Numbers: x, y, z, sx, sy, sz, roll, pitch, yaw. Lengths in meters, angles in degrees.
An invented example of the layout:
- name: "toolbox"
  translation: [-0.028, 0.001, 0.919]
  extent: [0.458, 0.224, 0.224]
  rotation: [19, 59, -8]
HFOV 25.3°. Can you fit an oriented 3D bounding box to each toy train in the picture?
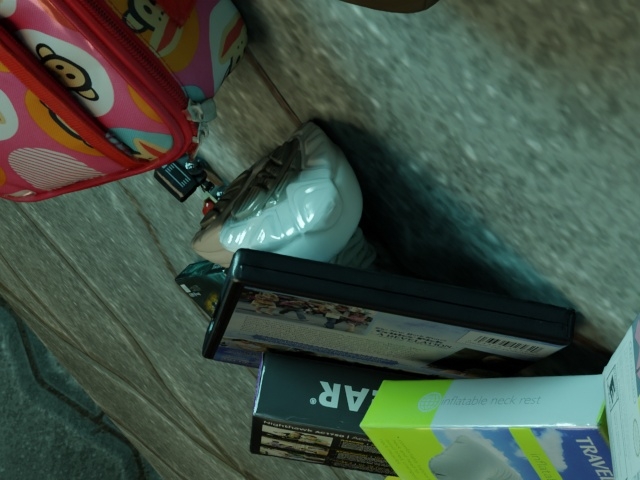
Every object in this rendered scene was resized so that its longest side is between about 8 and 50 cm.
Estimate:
- name: "toy train"
  translation: [-0.066, -0.014, 1.041]
  extent: [0.158, 0.036, 0.027]
  rotation: [43, 165, 7]

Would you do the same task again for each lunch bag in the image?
- name: "lunch bag"
  translation: [-0.180, -0.154, 0.751]
  extent: [0.258, 0.120, 0.293]
  rotation: [-9, 135, 44]

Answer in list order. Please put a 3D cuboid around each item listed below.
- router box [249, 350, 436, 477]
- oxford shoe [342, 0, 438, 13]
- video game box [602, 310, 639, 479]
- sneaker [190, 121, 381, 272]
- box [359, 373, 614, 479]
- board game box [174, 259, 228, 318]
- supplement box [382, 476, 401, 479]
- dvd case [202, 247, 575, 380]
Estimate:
- name: "router box"
  translation: [0.045, 0.121, 0.926]
  extent: [0.179, 0.046, 0.133]
  rotation: [9, 162, -1]
- name: "oxford shoe"
  translation: [-0.042, -0.147, 0.555]
  extent: [0.227, 0.083, 0.096]
  rotation: [37, 167, 29]
- name: "video game box"
  translation: [0.158, 0.121, 0.568]
  extent: [0.048, 0.205, 0.187]
  rotation: [-3, 158, 2]
- name: "sneaker"
  translation: [0.000, 0.000, 0.851]
  extent: [0.115, 0.090, 0.232]
  rotation: [38, 173, -9]
- name: "box"
  translation: [0.122, 0.122, 0.782]
  extent: [0.178, 0.042, 0.109]
  rotation: [-7, 130, 42]
- name: "board game box"
  translation: [-0.059, 0.068, 1.253]
  extent: [0.126, 0.026, 0.186]
  rotation: [47, 164, -10]
- name: "supplement box"
  translation: [0.132, 0.402, 1.314]
  extent: [0.195, 0.194, 0.356]
  rotation: [31, 159, 41]
- name: "dvd case"
  translation: [0.026, 0.057, 0.841]
  extent: [0.180, 0.022, 0.253]
  rotation: [11, 165, -5]
